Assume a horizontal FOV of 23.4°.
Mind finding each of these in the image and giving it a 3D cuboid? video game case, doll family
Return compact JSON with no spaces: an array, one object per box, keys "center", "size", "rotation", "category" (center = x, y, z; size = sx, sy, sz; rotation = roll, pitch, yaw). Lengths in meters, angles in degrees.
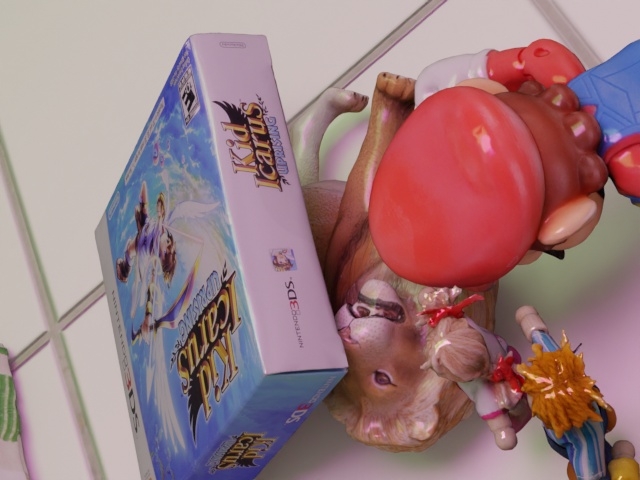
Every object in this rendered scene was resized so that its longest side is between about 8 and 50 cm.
[{"center":[-0.080,0.035,1.061],"size":[0.269,0.061,0.244],"rotation":[125,135,-54],"category":"video game case"},{"center":[0.146,0.124,0.842],"size":[0.118,0.163,0.263],"rotation":[-25,69,11],"category":"doll family"}]

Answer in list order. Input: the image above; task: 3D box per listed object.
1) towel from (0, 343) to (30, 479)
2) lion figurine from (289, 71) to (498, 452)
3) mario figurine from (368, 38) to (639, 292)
[{"center":[-0.333,0.177,1.197],"size":[0.038,0.248,0.325],"rotation":[-53,38,27],"category":"towel"},{"center":[0.000,0.000,1.120],"size":[0.392,0.142,0.240],"rotation":[15,90,59],"category":"lion figurine"},{"center":[0.179,-0.052,0.951],"size":[0.321,0.170,0.198],"rotation":[-23,17,-10],"category":"mario figurine"}]
